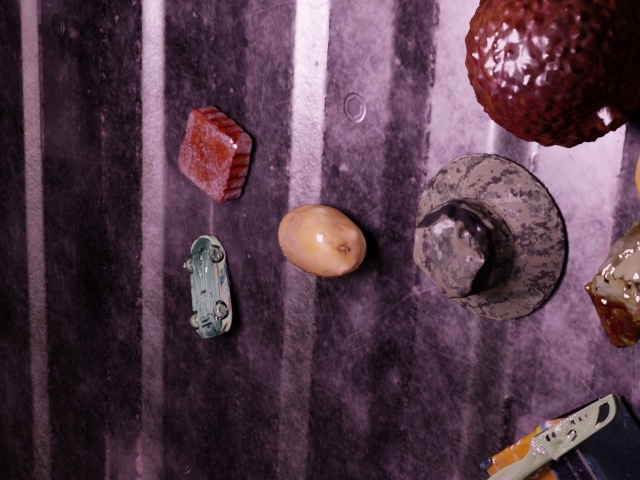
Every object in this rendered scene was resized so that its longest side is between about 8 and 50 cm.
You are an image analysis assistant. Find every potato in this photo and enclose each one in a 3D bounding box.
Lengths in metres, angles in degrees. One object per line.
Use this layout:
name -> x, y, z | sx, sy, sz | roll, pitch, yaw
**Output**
potato -> 0.000, 0.000, 1.976 | 0.178, 0.118, 0.109 | 12, 75, 57

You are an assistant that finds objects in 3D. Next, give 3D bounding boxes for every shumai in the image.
shumai -> 0.410, 0.048, 1.544 | 0.184, 0.142, 0.184 | 20, 119, 40

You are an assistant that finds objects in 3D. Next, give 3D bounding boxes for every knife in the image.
knife -> 0.283, 0.276, 1.619 | 0.293, 0.020, 0.043 | -44, 65, 39

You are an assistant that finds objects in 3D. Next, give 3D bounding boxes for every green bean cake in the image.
green bean cake -> -0.179, -0.149, 2.151 | 0.135, 0.056, 0.135 | 39, 127, 30

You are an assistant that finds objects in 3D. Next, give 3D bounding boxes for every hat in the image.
hat -> 0.204, 0.009, 1.758 | 0.265, 0.128, 0.265 | 16, 115, 39

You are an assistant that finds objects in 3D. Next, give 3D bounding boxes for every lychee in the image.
lychee -> 0.295, -0.234, 1.500 | 0.260, 0.260, 0.260 | 16, 113, 42

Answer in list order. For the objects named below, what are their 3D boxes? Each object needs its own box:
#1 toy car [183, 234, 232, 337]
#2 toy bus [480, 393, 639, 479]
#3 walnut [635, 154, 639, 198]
toy car -> -0.192, 0.081, 2.232 | 0.093, 0.058, 0.186 | -26, 64, 46
toy bus -> 0.384, 0.383, 1.661 | 0.194, 0.162, 0.323 | -46, 67, 40
walnut -> 0.464, -0.050, 1.418 | 0.225, 0.193, 0.193 | 48, 132, 18
